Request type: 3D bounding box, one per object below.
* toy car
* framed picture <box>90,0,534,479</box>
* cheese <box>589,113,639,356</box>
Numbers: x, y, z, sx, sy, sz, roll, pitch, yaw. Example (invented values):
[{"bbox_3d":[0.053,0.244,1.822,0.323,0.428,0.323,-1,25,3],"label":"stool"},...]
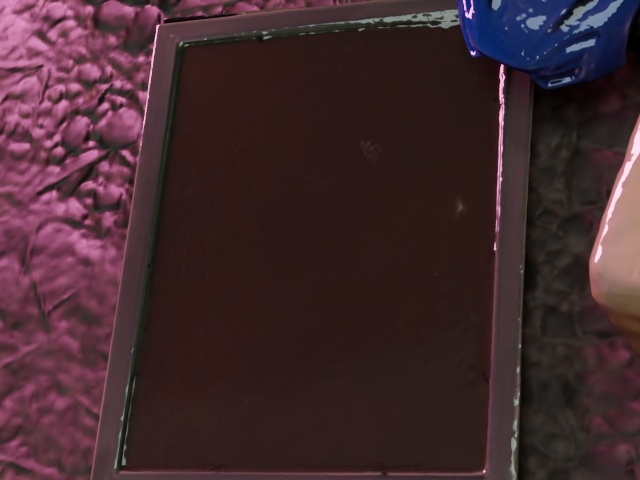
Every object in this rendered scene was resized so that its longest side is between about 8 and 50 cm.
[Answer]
[{"bbox_3d":[0.138,-0.164,0.681,0.103,0.063,0.216,28,71,28],"label":"toy car"},{"bbox_3d":[0.000,0.000,0.693,0.197,0.014,0.252,-3,65,19],"label":"framed picture"},{"bbox_3d":[0.262,-0.042,0.532,0.266,0.124,0.242,12,69,37],"label":"cheese"}]
